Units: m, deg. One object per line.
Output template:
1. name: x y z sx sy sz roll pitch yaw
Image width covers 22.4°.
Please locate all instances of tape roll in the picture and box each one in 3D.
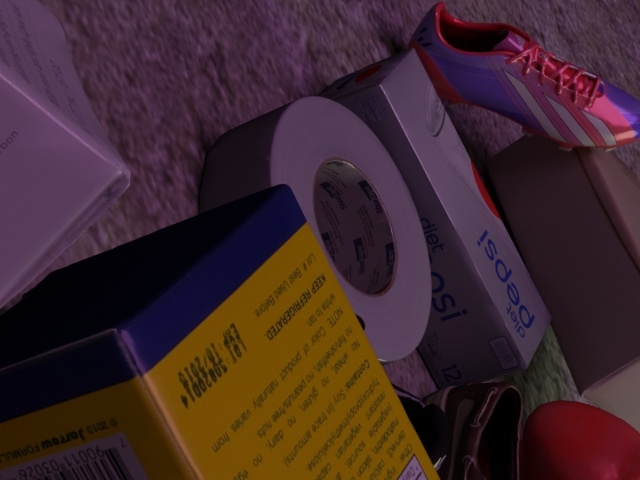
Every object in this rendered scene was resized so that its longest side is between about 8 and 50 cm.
1. tape roll: 0.000 0.000 1.275 0.219 0.072 0.219 35 44 -43

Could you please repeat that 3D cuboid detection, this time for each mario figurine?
1. mario figurine: 0.239 0.289 1.478 0.198 0.170 0.321 -134 -158 -68

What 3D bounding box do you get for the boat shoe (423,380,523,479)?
1. boat shoe: 0.127 0.222 1.319 0.095 0.095 0.257 40 41 -40

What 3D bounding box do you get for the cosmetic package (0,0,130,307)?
1. cosmetic package: -0.282 -0.127 0.668 0.385 0.156 0.217 42 7 -32

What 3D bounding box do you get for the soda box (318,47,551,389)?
1. soda box: 0.095 -0.016 1.417 0.286 0.091 0.098 62 31 -13

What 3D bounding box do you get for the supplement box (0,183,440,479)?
1. supplement box: -0.053 0.184 0.903 0.357 0.195 0.194 63 33 -11

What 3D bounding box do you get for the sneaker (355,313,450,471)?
1. sneaker: 0.019 0.181 1.092 0.130 0.147 0.330 -67 145 -50

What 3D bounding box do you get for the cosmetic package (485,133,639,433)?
1. cosmetic package: 0.285 0.035 1.594 0.160 0.113 0.309 36 26 -44

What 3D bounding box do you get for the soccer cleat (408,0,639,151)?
1. soccer cleat: 0.205 -0.157 1.562 0.248 0.095 0.083 17 45 0
